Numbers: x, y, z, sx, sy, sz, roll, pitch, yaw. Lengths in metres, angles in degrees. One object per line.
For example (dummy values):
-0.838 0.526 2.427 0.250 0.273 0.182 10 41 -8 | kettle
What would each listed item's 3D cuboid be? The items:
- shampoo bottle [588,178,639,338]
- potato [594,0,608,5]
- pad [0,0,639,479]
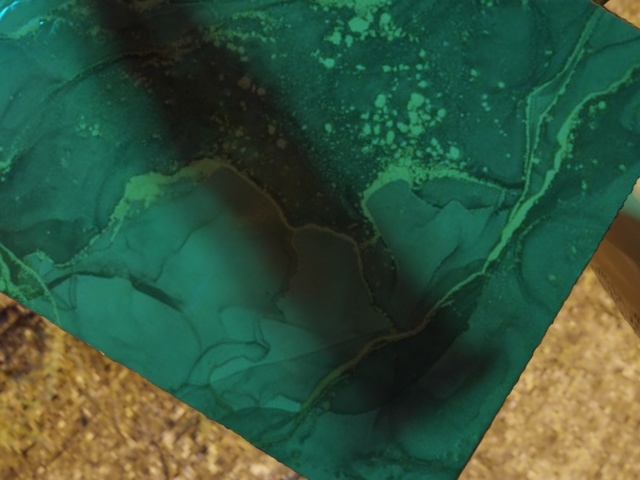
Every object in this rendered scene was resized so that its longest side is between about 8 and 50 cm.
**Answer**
0.260 0.048 0.920 0.078 0.257 0.127 -34 148 7 | shampoo bottle
0.069 -0.190 0.964 0.280 0.213 0.330 -31 157 -40 | potato
-0.052 -0.064 0.566 0.247 0.368 0.007 -59 175 2 | pad
